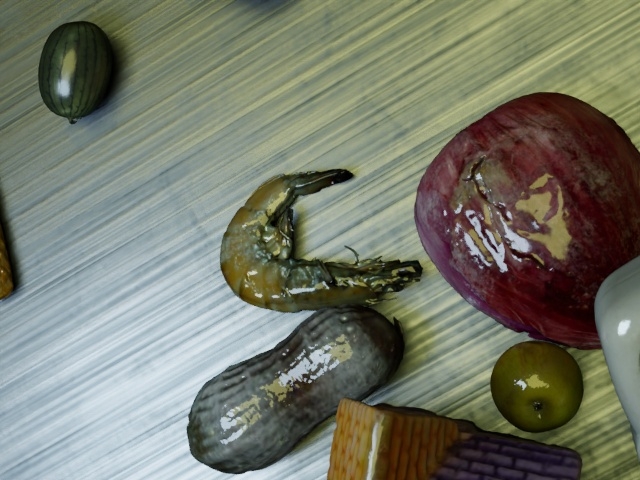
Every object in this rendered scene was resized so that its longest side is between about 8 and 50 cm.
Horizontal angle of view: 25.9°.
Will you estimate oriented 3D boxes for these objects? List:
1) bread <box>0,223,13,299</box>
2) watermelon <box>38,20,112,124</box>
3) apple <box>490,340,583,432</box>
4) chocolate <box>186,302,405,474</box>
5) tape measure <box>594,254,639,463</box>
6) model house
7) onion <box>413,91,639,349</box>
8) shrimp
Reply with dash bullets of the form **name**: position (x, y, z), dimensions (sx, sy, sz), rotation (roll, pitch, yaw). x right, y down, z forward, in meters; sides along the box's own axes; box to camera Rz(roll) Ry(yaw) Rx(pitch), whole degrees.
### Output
- **bread**: position (-0.371, -0.008, 1.508), dimensions (0.052, 0.044, 0.157), rotation (-18, 80, 17)
- **watermelon**: position (-0.261, -0.179, 1.481), dimensions (0.078, 0.078, 0.110), rotation (13, 90, 14)
- **apple**: position (0.207, 0.139, 1.334), dimensions (0.090, 0.074, 0.089), rotation (4, 119, 7)
- **chocolate**: position (-0.028, 0.147, 1.380), dimensions (0.248, 0.110, 0.110), rotation (-37, 78, 9)
- **tape measure**: position (0.392, 0.103, 1.247), dimensions (0.258, 0.130, 0.265), rotation (-18, 109, 14)
- **model house**: position (0.110, 0.264, 1.269), dimensions (0.237, 0.237, 0.202), rotation (14, 86, 14)
- **onion**: position (0.226, -0.007, 1.328), dimensions (0.227, 0.120, 0.283), rotation (-45, 77, 11)
- **shrimp**: position (0.000, 0.000, 1.419), dimensions (0.217, 0.051, 0.150), rotation (1, 78, 17)
